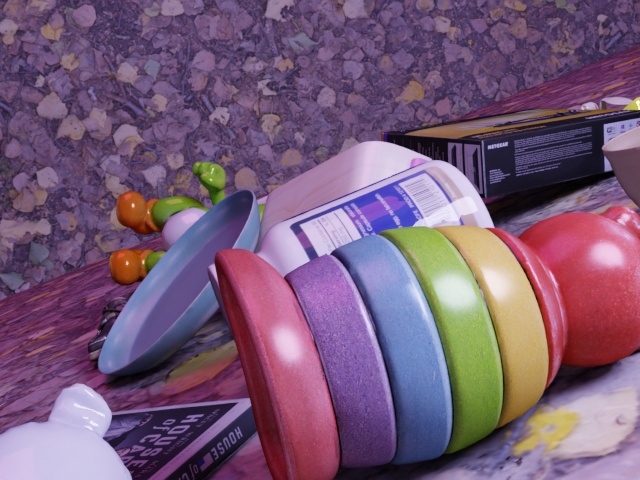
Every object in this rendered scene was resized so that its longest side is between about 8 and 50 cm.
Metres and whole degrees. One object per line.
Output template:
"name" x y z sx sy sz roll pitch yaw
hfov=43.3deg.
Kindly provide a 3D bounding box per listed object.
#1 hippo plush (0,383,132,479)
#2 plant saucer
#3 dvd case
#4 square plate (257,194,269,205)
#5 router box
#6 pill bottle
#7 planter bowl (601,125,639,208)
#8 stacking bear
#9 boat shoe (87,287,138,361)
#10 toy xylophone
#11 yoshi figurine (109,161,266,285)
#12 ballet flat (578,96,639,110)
"hippo plush" -0.237 0.149 0.465 0.237 0.234 0.294 -13 -15 -33
"plant saucer" -0.185 0.063 1.109 0.317 0.044 0.317 -42 19 18
"dvd case" -0.187 0.200 0.706 0.239 0.029 0.179 -15 11 36
"square plate" -0.040 -0.061 1.546 0.347 0.049 0.344 -22 -7 31
"router box" 0.282 -0.137 1.185 0.309 0.081 0.243 -13 15 -27
"pill bottle" 0.032 0.032 0.810 0.265 0.153 0.153 -22 9 -11
"planter bowl" 0.369 -0.066 0.773 0.162 0.109 0.162 -22 8 3
"stacking bear" 0.094 0.058 0.552 0.289 0.175 0.164 -15 6 -12
"boat shoe" -0.314 0.126 1.277 0.080 0.073 0.223 -21 7 15
"toy xylophone" 0.000 0.000 1.028 0.323 0.081 0.236 -12 56 57
"yoshi figurine" -0.165 -0.008 1.301 0.362 0.203 0.203 0 35 13
"ballet flat" 0.504 -0.214 1.447 0.077 0.077 0.231 -25 10 -20
